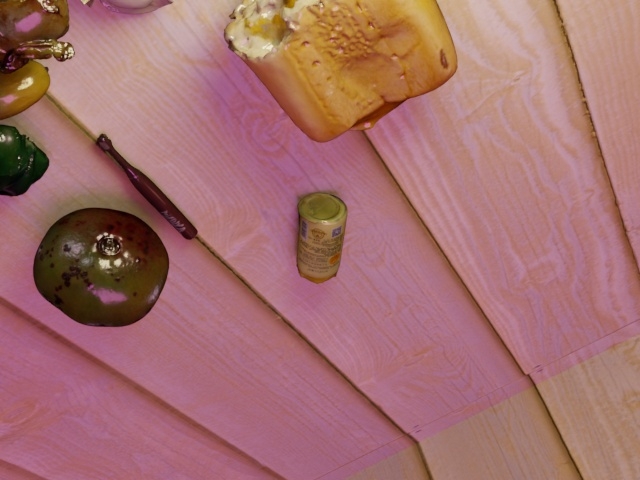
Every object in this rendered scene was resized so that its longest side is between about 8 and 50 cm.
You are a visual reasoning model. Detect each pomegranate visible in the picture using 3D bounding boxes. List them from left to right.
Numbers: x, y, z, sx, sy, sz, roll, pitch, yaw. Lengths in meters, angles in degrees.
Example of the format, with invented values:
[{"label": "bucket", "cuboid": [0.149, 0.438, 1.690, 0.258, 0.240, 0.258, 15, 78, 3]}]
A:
[{"label": "pomegranate", "cuboid": [-0.509, 0.082, 1.730, 0.291, 0.290, 0.323, 21, 133, -36]}]

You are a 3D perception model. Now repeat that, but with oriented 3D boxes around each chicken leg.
[{"label": "chicken leg", "cuboid": [-0.589, -0.380, 1.298, 0.361, 0.211, 0.140, -3, 177, 20]}]

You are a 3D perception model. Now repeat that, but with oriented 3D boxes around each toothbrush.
[{"label": "toothbrush", "cuboid": [-0.387, -0.113, 1.735, 0.041, 0.040, 0.364, -28, 136, 9]}]

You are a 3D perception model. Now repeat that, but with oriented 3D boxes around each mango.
[{"label": "mango", "cuboid": [-0.611, -0.272, 1.420, 0.238, 0.137, 0.091, -8, 122, 18]}]

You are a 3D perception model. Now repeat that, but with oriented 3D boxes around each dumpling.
[{"label": "dumpling", "cuboid": [-0.320, -0.449, 1.370, 0.169, 0.099, 0.134, -28, 149, 11]}]

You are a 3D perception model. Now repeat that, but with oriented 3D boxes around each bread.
[{"label": "bread", "cuboid": [0.053, -0.384, 1.473, 0.361, 0.250, 0.394, -29, 141, 13]}]

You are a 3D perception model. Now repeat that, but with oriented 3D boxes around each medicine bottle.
[{"label": "medicine bottle", "cuboid": [0.000, 0.000, 1.939, 0.124, 0.124, 0.238, -8, 137, -13]}]

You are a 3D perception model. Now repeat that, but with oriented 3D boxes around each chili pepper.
[{"label": "chili pepper", "cuboid": [-0.617, -0.140, 1.490, 0.148, 0.116, 0.264, -19, 170, -7]}]

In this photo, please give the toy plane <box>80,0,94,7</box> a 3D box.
[{"label": "toy plane", "cuboid": [-0.426, -0.499, 1.245, 0.242, 0.104, 0.256, 0, 129, 44]}]
